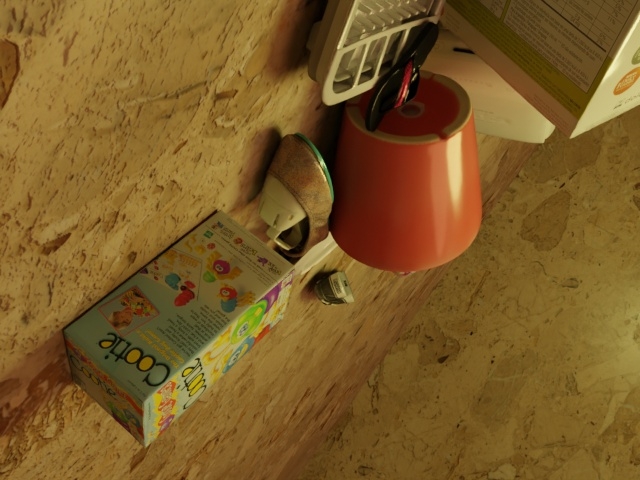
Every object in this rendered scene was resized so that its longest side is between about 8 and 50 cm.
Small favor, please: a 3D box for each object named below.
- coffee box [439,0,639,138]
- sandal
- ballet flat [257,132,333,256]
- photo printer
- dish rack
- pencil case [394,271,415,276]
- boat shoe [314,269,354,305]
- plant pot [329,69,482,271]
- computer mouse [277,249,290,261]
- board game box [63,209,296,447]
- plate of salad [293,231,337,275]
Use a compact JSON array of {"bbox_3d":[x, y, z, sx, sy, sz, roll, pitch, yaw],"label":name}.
[{"bbox_3d":[0.419,-0.420,1.105,0.338,0.338,0.334,-27,152,-24],"label":"coffee box"},{"bbox_3d":[0.123,-0.230,1.085,0.179,0.040,0.067,-54,163,0],"label":"sandal"},{"bbox_3d":[-0.040,-0.048,1.163,0.106,0.107,0.316,-42,160,-12],"label":"ballet flat"},{"bbox_3d":[0.308,-0.280,1.379,0.307,0.256,0.107,34,72,-74],"label":"photo printer"},{"bbox_3d":[0.098,-0.351,0.971,0.286,0.072,0.332,-33,154,-48],"label":"dish rack"},{"bbox_3d":[0.286,-0.005,2.103,0.284,0.124,0.124,-33,154,-48],"label":"pencil case"},{"bbox_3d":[0.029,0.111,1.738,0.070,0.077,0.219,-20,169,7],"label":"boat shoe"},{"bbox_3d":[0.140,-0.125,1.240,0.275,0.275,0.243,-43,148,-31],"label":"plant pot"},{"bbox_3d":[-0.105,0.049,1.307,0.242,0.041,0.071,-40,158,-56],"label":"computer mouse"},{"bbox_3d":[-0.183,0.113,1.021,0.275,0.144,0.142,-41,160,-34],"label":"board game box"},{"bbox_3d":[0.000,0.000,1.418,0.200,0.048,0.200,-41,174,-6],"label":"plate of salad"}]
